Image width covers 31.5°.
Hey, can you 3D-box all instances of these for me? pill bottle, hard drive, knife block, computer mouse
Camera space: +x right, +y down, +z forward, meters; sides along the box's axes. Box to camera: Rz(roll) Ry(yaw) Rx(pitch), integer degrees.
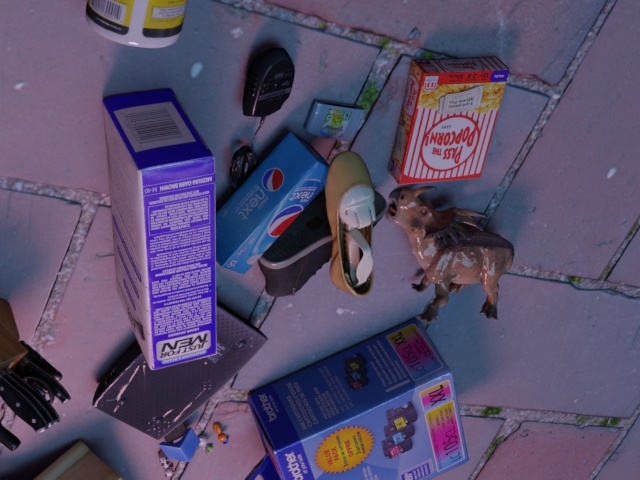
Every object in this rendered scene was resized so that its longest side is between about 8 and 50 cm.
[{"bbox_3d":[-0.204,-0.345,1.341,0.119,0.119,0.208,1,125,-27],"label":"pill bottle"},{"bbox_3d":[-0.225,0.196,1.799,0.255,0.054,0.172,-43,132,10],"label":"hard drive"},{"bbox_3d":[-0.475,0.163,1.521,0.276,0.242,0.088,30,108,-39],"label":"knife block"},{"bbox_3d":[-0.093,-0.170,1.596,0.071,0.041,0.242,-20,142,-43],"label":"computer mouse"}]

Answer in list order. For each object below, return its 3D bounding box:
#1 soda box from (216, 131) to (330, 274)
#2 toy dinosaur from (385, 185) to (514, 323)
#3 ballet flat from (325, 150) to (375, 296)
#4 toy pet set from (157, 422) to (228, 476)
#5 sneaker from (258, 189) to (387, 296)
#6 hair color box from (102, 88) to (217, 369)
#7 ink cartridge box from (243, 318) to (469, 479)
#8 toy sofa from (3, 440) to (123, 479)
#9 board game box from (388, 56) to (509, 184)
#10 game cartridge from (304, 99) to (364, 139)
[{"bbox_3d":[-0.079,-0.052,1.648,0.210,0.071,0.067,-48,152,10],"label":"soda box"},{"bbox_3d":[0.240,0.019,1.854,0.296,0.127,0.200,4,117,-35],"label":"toy dinosaur"},{"bbox_3d":[0.054,-0.019,1.649,0.080,0.073,0.232,-20,127,-23],"label":"ballet flat"},{"bbox_3d":[-0.218,0.356,1.922,0.122,0.065,0.114,-27,133,-5],"label":"toy pet set"},{"bbox_3d":[0.000,0.000,1.757,0.222,0.083,0.118,-26,152,-15],"label":"sneaker"},{"bbox_3d":[-0.217,-0.013,1.550,0.110,0.185,0.339,-11,130,-21],"label":"hair color box"},{"bbox_3d":[0.043,0.345,1.991,0.395,0.151,0.270,-23,132,-7],"label":"ink cartridge box"},{"bbox_3d":[-0.390,0.505,1.920,0.150,0.177,0.362,-39,136,-26],"label":"toy sofa"},{"bbox_3d":[0.192,-0.181,1.717,0.147,0.045,0.193,-6,128,-22],"label":"board game box"},{"bbox_3d":[0.020,-0.175,1.657,0.083,0.017,0.056,4,127,-29],"label":"game cartridge"}]
